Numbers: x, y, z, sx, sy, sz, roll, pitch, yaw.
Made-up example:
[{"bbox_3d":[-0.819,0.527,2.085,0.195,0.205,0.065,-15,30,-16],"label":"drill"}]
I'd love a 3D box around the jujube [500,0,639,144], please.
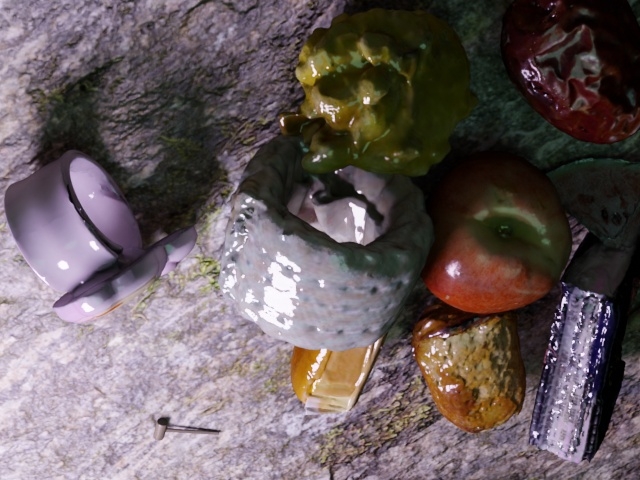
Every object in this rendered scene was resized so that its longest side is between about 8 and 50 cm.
[{"bbox_3d":[0.344,-0.243,1.514,0.183,0.183,0.243,-37,129,17],"label":"jujube"}]

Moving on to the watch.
[{"bbox_3d":[-0.312,-0.018,1.582,0.210,0.248,0.218,-28,97,13],"label":"watch"}]

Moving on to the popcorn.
[{"bbox_3d":[0.070,-0.190,1.491,0.266,0.192,0.233,-34,109,-6],"label":"popcorn"}]

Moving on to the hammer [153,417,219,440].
[{"bbox_3d":[-0.225,0.322,1.920,0.110,0.019,0.035,7,124,-15],"label":"hammer"}]

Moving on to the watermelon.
[{"bbox_3d":[0.412,-0.046,1.684,0.187,0.139,0.071,-5,151,5],"label":"watermelon"}]

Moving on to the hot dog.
[{"bbox_3d":[0.242,0.189,1.832,0.175,0.114,0.259,-17,127,-1],"label":"hot dog"}]

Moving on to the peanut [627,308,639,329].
[{"bbox_3d":[0.538,0.117,1.863,0.037,0.037,0.083,24,127,-22],"label":"peanut"}]

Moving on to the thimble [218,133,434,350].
[{"bbox_3d":[0.000,0.000,1.551,0.291,0.291,0.195,8,129,-13],"label":"thimble"}]

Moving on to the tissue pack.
[{"bbox_3d":[0.419,0.149,1.753,0.123,0.245,0.332,18,126,20],"label":"tissue pack"}]

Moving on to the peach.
[{"bbox_3d":[0.247,-0.005,1.641,0.232,0.256,0.232,0,87,-4],"label":"peach"}]

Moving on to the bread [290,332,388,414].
[{"bbox_3d":[0.028,0.147,1.758,0.107,0.136,0.241,12,124,-15],"label":"bread"}]
